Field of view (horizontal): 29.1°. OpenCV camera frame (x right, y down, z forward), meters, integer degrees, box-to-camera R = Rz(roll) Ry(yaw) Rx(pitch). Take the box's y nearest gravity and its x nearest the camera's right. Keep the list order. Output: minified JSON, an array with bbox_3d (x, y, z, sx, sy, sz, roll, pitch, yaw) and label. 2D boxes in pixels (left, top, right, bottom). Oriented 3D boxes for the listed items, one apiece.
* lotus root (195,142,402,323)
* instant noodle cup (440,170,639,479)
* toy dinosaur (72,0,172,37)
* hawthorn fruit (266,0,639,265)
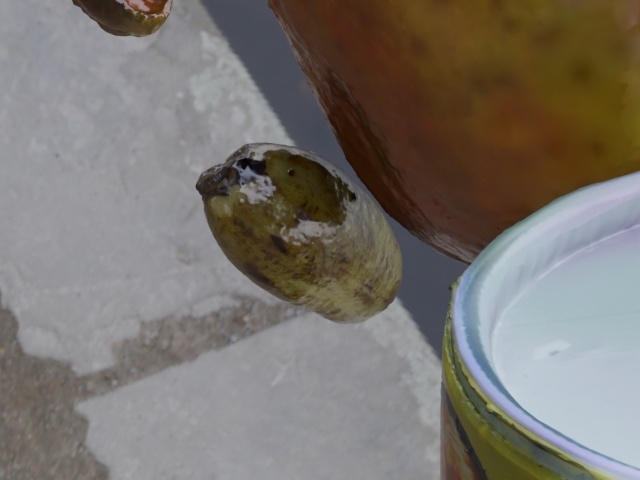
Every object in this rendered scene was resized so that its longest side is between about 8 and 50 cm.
[{"bbox_3d":[0.000,0.000,0.973,0.097,0.110,0.258,37,2,35],"label":"lotus root"},{"bbox_3d":[0.180,0.128,0.460,0.326,0.254,0.325,-8,26,4],"label":"instant noodle cup"},{"bbox_3d":[-0.181,-0.235,0.314,0.432,0.208,0.097,40,47,-6],"label":"toy dinosaur"},{"bbox_3d":[0.165,-0.188,0.824,0.472,0.471,0.471,12,53,-17],"label":"hawthorn fruit"}]
